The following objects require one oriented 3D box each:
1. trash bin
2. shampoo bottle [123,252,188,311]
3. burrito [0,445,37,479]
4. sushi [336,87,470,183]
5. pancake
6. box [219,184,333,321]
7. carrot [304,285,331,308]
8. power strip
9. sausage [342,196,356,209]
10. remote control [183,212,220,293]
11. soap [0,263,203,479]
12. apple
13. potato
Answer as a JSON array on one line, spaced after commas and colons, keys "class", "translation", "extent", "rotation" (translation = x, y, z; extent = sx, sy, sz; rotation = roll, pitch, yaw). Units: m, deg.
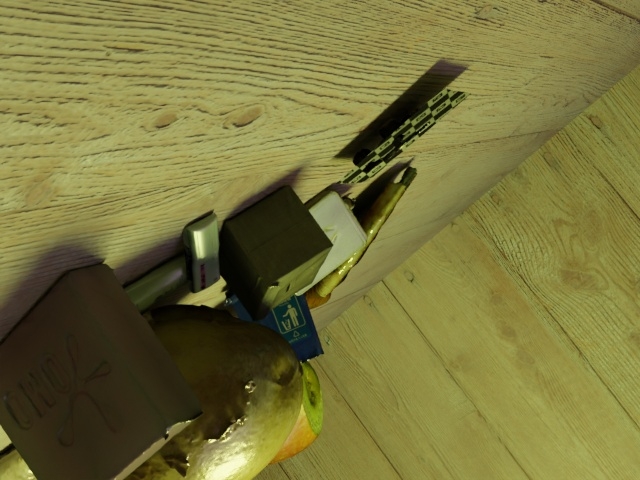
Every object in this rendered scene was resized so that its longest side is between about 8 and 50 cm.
[{"class": "trash bin", "translation": [-0.103, 0.180, 2.053], "extent": [0.162, 0.235, 0.184], "rotation": [-21, 174, -27]}, {"class": "shampoo bottle", "translation": [-0.288, 0.081, 1.587], "extent": [0.212, 0.049, 0.072], "rotation": [-32, 162, -23]}, {"class": "burrito", "translation": [-0.677, 0.517, 2.078], "extent": [0.299, 0.105, 0.143], "rotation": [-34, 165, -5]}, {"class": "sushi", "translation": [0.148, -0.212, 1.747], "extent": [0.279, 0.043, 0.192], "rotation": [-41, 168, 22]}, {"class": "pancake", "translation": [0.103, -0.023, 2.251], "extent": [0.305, 0.066, 0.427], "rotation": [-57, 180, -31]}, {"class": "box", "translation": [-0.093, 0.031, 1.718], "extent": [0.149, 0.155, 0.231], "rotation": [-33, 168, -20]}, {"class": "carrot", "translation": [-0.068, 0.139, 2.377], "extent": [0.114, 0.114, 0.301], "rotation": [-42, 166, 24]}, {"class": "power strip", "translation": [-0.022, -0.005, 1.946], "extent": [0.213, 0.064, 0.198], "rotation": [-38, 134, -5]}, {"class": "sausage", "translation": [-0.022, -0.032, 2.004], "extent": [0.269, 0.033, 0.033], "rotation": [-31, 168, -28]}, {"class": "remote control", "translation": [-0.202, 0.026, 1.557], "extent": [0.065, 0.029, 0.166], "rotation": [-30, 144, -29]}, {"class": "soap", "translation": [-0.358, 0.233, 1.388], "extent": [0.296, 0.285, 0.107], "rotation": [-44, 170, 28]}, {"class": "apple", "translation": [-0.160, 0.367, 2.277], "extent": [0.383, 0.374, 0.374], "rotation": [-9, 154, -38]}, {"class": "potato", "translation": [-0.212, 0.265, 1.668], "extent": [0.319, 0.385, 0.442], "rotation": [-38, 171, 24]}]
